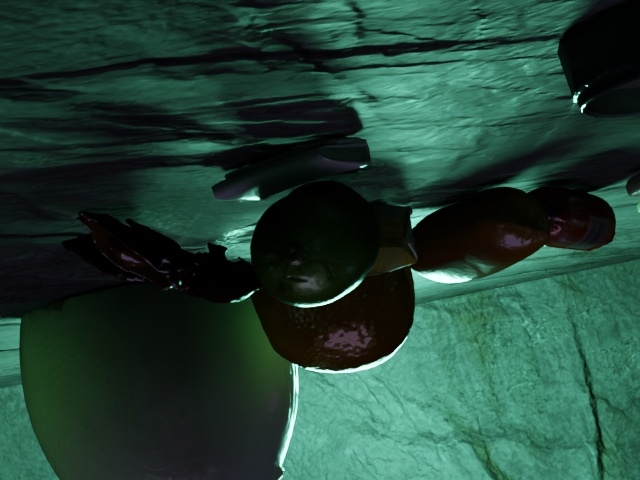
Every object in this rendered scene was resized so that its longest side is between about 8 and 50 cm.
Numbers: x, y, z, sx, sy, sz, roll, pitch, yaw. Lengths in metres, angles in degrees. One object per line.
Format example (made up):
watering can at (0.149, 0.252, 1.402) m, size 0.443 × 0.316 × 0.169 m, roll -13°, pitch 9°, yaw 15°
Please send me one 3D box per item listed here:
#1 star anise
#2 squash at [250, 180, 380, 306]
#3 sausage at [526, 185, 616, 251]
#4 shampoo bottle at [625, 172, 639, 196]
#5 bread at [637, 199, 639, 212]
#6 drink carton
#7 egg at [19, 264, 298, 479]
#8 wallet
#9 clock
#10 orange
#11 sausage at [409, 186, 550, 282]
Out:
star anise at (-0.148, 0.013, 1.439) m, size 0.157 × 0.053 × 0.212 m, roll 15°, pitch -178°, yaw -24°
squash at (0.000, 0.000, 1.419) m, size 0.101 × 0.101 × 0.379 m, roll -12°, pitch -178°, yaw 2°
sausage at (0.282, -0.025, 1.953) m, size 0.074 × 0.074 × 0.274 m, roll -14°, pitch 174°, yaw 21°
shampoo bottle at (0.389, -0.075, 1.880) m, size 0.049 × 0.034 × 0.141 m, roll -3°, pitch 172°, yaw -12°
bread at (0.472, -0.061, 2.170) m, size 0.193 × 0.036 × 0.112 m, roll -11°, pitch 180°, yaw -40°
drink carton at (0.045, 0.000, 1.730) m, size 0.084 × 0.074 × 0.200 m, roll -15°, pitch 172°, yaw 33°
egg at (-0.193, 0.228, 2.146) m, size 0.354 × 0.340 × 0.354 m, roll -11°, pitch 173°, yaw -1°
wallet at (-0.024, -0.054, 1.310) m, size 0.122 × 0.025 × 0.061 m, roll -16°, pitch 175°, yaw 40°
clock at (0.266, -0.128, 1.080) m, size 0.226 × 0.049 × 0.226 m, roll -12°, pitch 173°, yaw -2°
orange at (0.019, 0.075, 1.955) m, size 0.179 × 0.158 × 0.237 m, roll -11°, pitch 175°, yaw 10°
sausage at (0.169, -0.003, 1.859) m, size 0.098 × 0.098 × 0.238 m, roll -9°, pitch 172°, yaw -25°
